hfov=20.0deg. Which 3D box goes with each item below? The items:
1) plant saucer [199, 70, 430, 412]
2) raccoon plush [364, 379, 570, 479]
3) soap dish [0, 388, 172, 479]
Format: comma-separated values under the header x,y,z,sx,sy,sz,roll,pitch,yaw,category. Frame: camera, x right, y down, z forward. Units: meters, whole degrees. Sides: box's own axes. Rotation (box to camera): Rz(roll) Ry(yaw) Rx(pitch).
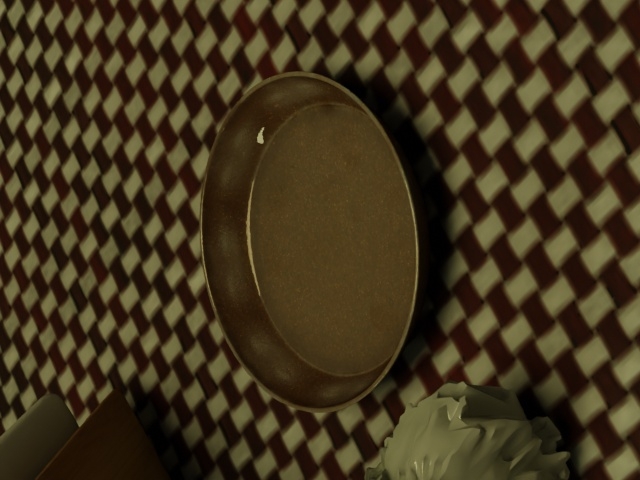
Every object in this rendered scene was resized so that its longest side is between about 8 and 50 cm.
x,y,z,sx,sy,sz,roll,pitch,yaw,category
0.000,0.000,0.897,0.168,0.029,0.168,11,104,49,plant saucer
-0.026,0.270,0.909,0.446,0.216,0.299,-62,28,-4,raccoon plush
-0.201,0.240,0.987,0.118,0.229,0.291,37,112,0,soap dish
